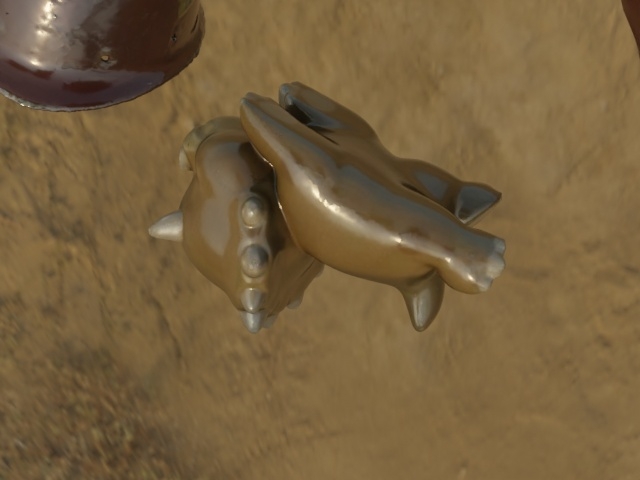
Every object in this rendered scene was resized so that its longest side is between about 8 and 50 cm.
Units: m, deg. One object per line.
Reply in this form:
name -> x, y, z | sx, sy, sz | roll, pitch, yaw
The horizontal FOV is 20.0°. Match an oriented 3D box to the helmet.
helmet -> -0.131, -0.160, 0.982 | 0.155, 0.106, 0.175 | 22, 45, 3

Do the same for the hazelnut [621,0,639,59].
hazelnut -> 0.234, -0.101, 0.343 | 0.402, 0.429, 0.402 | -22, 28, 12

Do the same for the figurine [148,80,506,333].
figurine -> -0.003, -0.003, 1.399 | 0.247, 0.177, 0.173 | 25, 112, -6
